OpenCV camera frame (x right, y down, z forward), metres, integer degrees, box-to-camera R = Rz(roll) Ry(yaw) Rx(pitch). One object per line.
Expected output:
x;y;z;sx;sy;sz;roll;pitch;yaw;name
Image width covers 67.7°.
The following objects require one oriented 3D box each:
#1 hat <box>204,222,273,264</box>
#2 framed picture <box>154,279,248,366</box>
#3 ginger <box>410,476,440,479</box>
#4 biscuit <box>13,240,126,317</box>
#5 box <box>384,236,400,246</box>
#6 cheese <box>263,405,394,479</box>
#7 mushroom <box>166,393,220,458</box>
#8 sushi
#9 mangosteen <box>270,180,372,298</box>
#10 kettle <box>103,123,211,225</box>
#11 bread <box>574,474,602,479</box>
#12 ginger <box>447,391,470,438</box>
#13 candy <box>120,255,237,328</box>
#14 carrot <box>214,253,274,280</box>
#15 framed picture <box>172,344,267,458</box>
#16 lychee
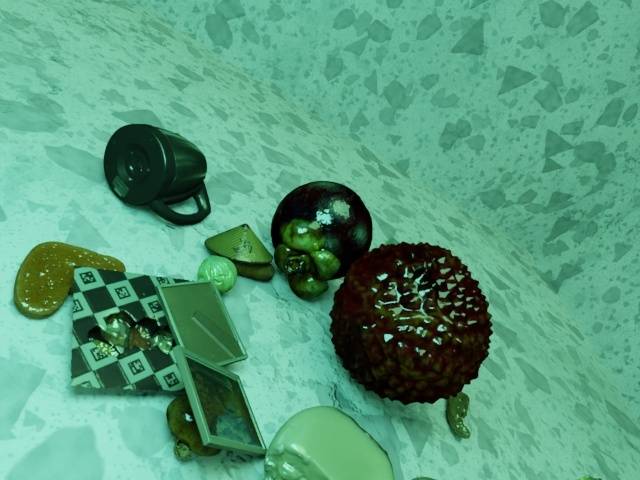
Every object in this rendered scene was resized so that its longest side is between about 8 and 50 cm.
-0.211;-0.007;1.296;0.192;0.082;0.193;18;14;-4;hat
-0.251;0.176;1.012;0.150;0.015;0.203;-3;57;-51;framed picture
0.288;0.629;0.975;0.304;0.155;0.245;33;20;-27;ginger
-0.493;0.088;0.947;0.192;0.036;0.186;21;35;-31;biscuit
0.276;0.127;1.712;0.225;0.117;0.225;42;28;8;box
0.019;0.455;0.919;0.266;0.127;0.233;41;31;9;cheese
-0.226;0.335;0.869;0.127;0.087;0.127;48;5;-6;mushroom
-0.348;0.186;0.950;0.289;0.050;0.264;15;45;-40;sushi
0.002;-0.011;1.392;0.330;0.330;0.330;29;30;-18;mangosteen
-0.401;-0.192;1.304;0.250;0.207;0.271;38;19;13;kettle
0.545;0.661;1.067;0.167;0.264;0.163;32;29;-39;bread
0.401;0.500;1.389;0.069;0.051;0.173;33;33;1;ginger
-0.316;0.124;1.085;0.092;0.093;0.335;4;22;32;candy
-0.206;0.069;1.290;0.186;0.060;0.060;18;34;-34;carrot
-0.178;0.304;0.881;0.184;0.016;0.250;59;1;34;framed picture
0.233;0.206;1.245;0.424;0.424;0.500;47;10;15;lychee
